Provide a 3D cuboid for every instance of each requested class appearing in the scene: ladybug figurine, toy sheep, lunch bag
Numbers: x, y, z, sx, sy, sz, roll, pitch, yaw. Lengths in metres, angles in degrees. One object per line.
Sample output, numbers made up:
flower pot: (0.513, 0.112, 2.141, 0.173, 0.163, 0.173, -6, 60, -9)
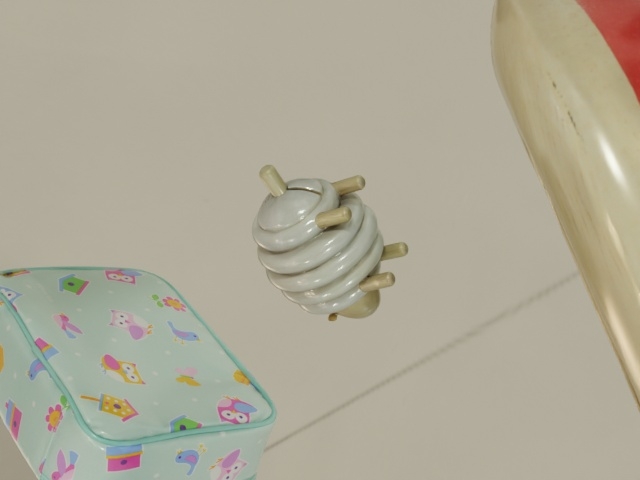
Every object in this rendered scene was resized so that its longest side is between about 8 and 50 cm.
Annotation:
ladybug figurine: (0.259, -0.009, 1.156, 0.161, 0.305, 0.449, -24, 88, 8)
toy sheep: (0.000, 0.000, 1.068, 0.091, 0.091, 0.132, -30, 115, 4)
lunch bag: (-0.177, 0.135, 1.488, 0.279, 0.224, 0.108, 47, 125, 41)
